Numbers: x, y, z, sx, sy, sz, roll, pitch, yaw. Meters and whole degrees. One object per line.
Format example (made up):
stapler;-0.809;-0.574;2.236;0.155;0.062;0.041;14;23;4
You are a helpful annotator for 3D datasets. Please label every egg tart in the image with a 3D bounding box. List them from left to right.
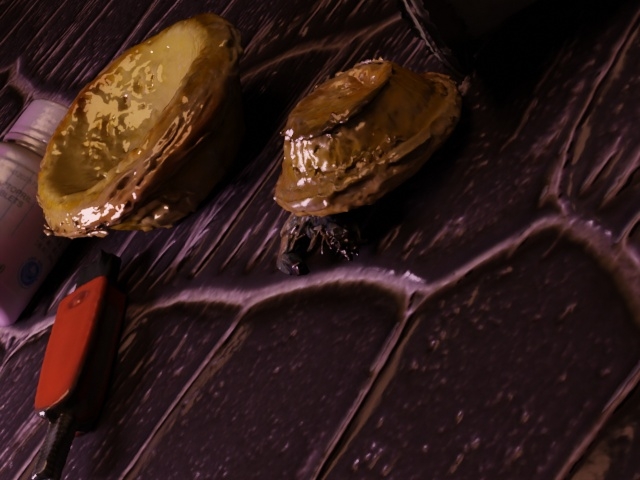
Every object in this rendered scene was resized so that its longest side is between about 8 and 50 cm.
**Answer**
egg tart;-0.179;-0.113;1.355;0.315;0.120;0.315;-30;36;25
egg tart;0.032;-0.098;1.063;0.191;0.074;0.191;-28;22;12

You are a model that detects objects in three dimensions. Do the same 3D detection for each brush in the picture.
brush;-0.238;0.123;1.220;0.070;0.051;0.323;-28;30;21

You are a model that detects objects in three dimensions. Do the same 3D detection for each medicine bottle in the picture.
medicine bottle;-0.364;-0.036;1.485;0.152;0.152;0.254;2;54;55

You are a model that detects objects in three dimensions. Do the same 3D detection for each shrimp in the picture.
shrimp;0.000;0.000;1.065;0.091;0.034;0.161;-54;21;6

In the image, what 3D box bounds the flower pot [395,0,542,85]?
flower pot;0.165;-0.305;1.006;0.259;0.290;0.290;-23;34;16
